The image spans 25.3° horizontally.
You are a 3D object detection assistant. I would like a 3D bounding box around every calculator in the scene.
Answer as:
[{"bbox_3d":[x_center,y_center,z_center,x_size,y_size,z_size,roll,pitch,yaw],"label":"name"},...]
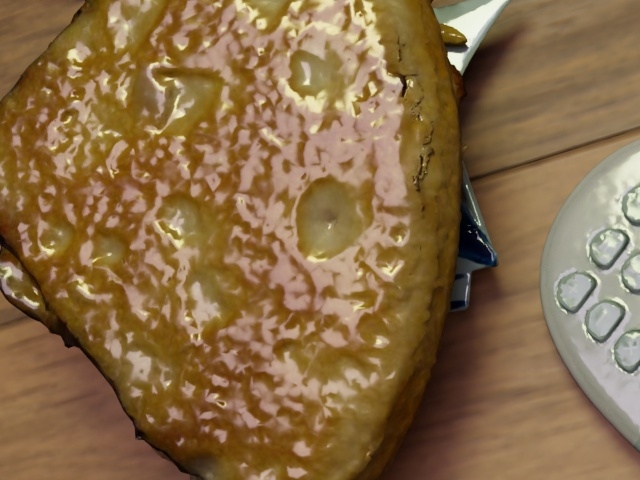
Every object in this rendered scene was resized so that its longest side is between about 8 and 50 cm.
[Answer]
[{"bbox_3d":[0.242,0.056,0.710,0.295,0.042,0.184,38,91,27],"label":"calculator"}]

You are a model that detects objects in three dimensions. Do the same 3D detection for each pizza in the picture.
[{"bbox_3d":[-0.054,-0.025,0.757,0.278,0.114,0.408,-11,80,20],"label":"pizza"}]

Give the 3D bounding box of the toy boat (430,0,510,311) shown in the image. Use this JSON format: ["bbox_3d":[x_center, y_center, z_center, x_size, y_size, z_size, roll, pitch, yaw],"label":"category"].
[{"bbox_3d":[0.034,-0.092,0.817,0.220,0.067,0.291,-21,76,16],"label":"toy boat"}]

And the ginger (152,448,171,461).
[{"bbox_3d":[-0.057,0.113,0.811,0.097,0.030,0.048,21,106,28],"label":"ginger"}]
